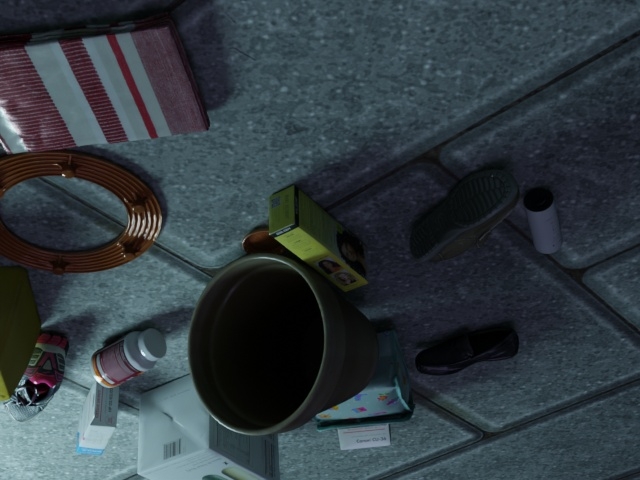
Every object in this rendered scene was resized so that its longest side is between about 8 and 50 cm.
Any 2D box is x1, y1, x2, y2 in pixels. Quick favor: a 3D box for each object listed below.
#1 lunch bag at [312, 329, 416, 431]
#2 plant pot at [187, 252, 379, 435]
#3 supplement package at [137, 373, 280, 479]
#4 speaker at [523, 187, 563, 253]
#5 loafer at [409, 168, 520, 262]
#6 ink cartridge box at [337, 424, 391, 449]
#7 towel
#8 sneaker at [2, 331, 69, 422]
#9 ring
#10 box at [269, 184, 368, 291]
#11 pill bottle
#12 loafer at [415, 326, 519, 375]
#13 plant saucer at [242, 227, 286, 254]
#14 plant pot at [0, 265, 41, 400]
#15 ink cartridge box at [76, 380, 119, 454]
[{"bbox_3d":[0.079,0.313,2.181,0.223,0.160,0.262,-9,150,9],"label":"lunch bag"},{"bbox_3d":[-0.041,0.200,1.927,0.323,0.323,0.280,-27,158,28],"label":"plant pot"},{"bbox_3d":[-0.245,0.445,2.289,0.199,0.198,0.262,-24,139,23],"label":"supplement package"},{"bbox_3d":[0.398,-0.034,1.830,0.055,0.055,0.136,-14,143,12],"label":"speaker"},{"bbox_3d":[0.261,-0.040,1.794,0.087,0.094,0.251,10,147,-37],"label":"loafer"},{"bbox_3d":[0.098,0.415,2.297,0.115,0.067,0.198,-7,-173,5],"label":"ink cartridge box"},{"bbox_3d":[-0.348,-0.224,1.519,0.329,0.037,0.237,-6,145,5],"label":"towel"},{"bbox_3d":[-0.607,0.305,2.138,0.120,0.112,0.299,11,141,-19],"label":"sneaker"},{"bbox_3d":[-0.442,-0.035,1.765,0.336,0.032,0.337,-3,143,-3],"label":"ring"},{"bbox_3d":[0.000,0.000,1.813,0.058,0.087,0.232,-24,140,27],"label":"box"},{"bbox_3d":[-0.388,0.236,2.088,0.152,0.086,0.086,-28,137,29],"label":"pill bottle"},{"bbox_3d":[0.306,0.226,2.160,0.223,0.076,0.078,-14,138,5],"label":"loafer"},{"bbox_3d":[-0.100,0.003,1.865,0.083,0.013,0.083,-2,144,-2],"label":"plant saucer"},{"bbox_3d":[-0.650,0.185,1.909,0.212,0.187,0.212,0,143,-5],"label":"plant pot"},{"bbox_3d":[-0.488,0.387,2.264,0.061,0.104,0.181,11,141,-20],"label":"ink cartridge box"}]
